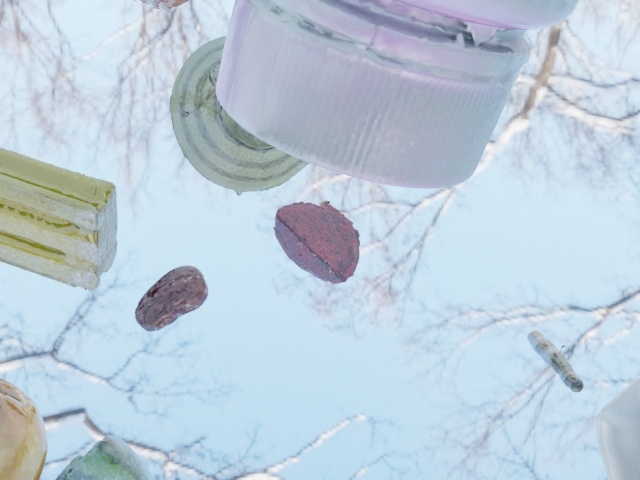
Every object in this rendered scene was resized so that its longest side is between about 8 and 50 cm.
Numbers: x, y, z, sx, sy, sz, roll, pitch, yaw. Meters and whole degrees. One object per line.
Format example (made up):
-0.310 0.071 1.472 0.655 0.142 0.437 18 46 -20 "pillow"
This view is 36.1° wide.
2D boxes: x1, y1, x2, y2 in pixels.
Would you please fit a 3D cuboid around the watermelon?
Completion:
-0.311 0.390 1.385 0.180 0.224 0.305 -12 -172 16 "watermelon"

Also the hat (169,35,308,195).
-0.090 -0.197 1.455 0.252 0.252 0.110 -20 -177 -26 "hat"

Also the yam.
0.301 0.150 1.260 0.029 0.027 0.234 -10 -171 1 "yam"

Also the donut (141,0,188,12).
-0.228 -0.359 1.129 0.085 0.233 0.199 -48 -165 -12 "donut"

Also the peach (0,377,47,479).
-0.408 0.249 1.155 0.184 0.184 0.184 1 -141 -1 "peach"

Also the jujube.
-0.236 0.093 1.550 0.129 0.077 0.077 -38 -135 4 "jujube"

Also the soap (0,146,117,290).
-0.490 -0.049 1.608 0.315 0.199 0.091 16 -134 6 "soap"

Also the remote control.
0.445 0.344 1.315 0.109 0.313 0.055 -27 -165 -39 "remote control"

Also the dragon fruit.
0.000 0.000 1.614 0.162 0.083 0.106 41 -125 6 "dragon fruit"

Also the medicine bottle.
0.062 -0.210 0.644 0.241 0.302 0.241 16 -155 -8 "medicine bottle"
